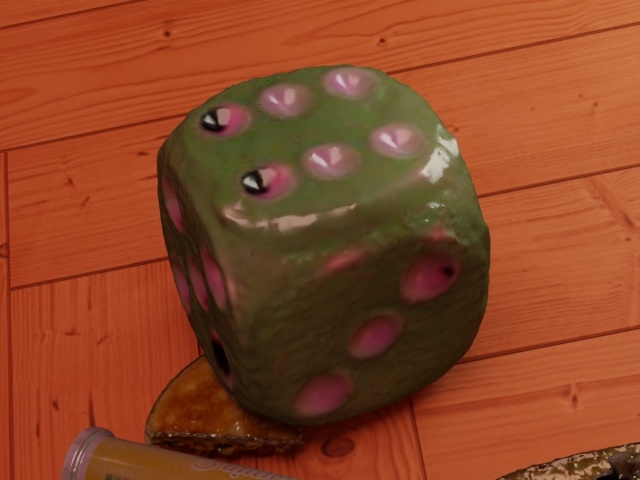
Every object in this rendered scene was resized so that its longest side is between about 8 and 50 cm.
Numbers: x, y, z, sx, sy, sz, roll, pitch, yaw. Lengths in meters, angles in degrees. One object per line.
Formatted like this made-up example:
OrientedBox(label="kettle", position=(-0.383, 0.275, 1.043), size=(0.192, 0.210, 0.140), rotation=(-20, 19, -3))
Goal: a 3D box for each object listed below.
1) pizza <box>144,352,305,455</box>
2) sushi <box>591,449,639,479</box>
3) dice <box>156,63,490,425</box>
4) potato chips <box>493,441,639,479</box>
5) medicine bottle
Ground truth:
OrientedBox(label="pizza", position=(-0.107, 0.218, 2.057), size=(0.193, 0.053, 0.201), rotation=(34, 54, 32))
OrientedBox(label="sushi", position=(0.328, 0.333, 1.801), size=(0.343, 0.196, 0.182), rotation=(-22, 56, -8))
OrientedBox(label="dice", position=(0.000, 0.000, 2.006), size=(0.322, 0.330, 0.318), rotation=(-17, 46, -17))
OrientedBox(label="potato chips", position=(0.229, 0.300, 1.932), size=(0.407, 0.057, 0.080), rotation=(-20, 59, -4))
OrientedBox(label="medicine bottle", position=(-0.092, 0.304, 1.921), size=(0.426, 0.108, 0.108), rotation=(9, 55, 26))
